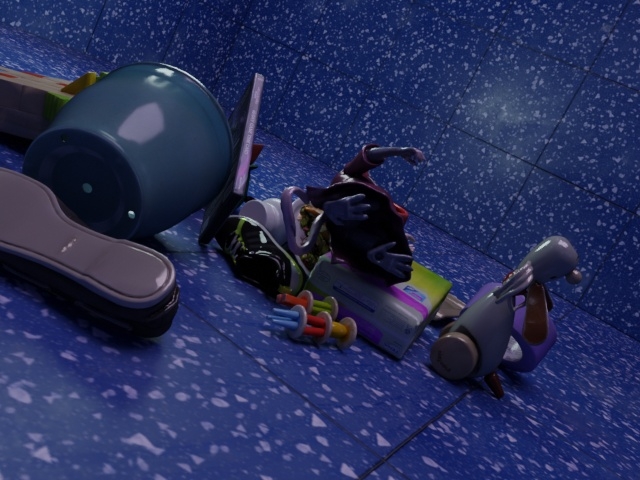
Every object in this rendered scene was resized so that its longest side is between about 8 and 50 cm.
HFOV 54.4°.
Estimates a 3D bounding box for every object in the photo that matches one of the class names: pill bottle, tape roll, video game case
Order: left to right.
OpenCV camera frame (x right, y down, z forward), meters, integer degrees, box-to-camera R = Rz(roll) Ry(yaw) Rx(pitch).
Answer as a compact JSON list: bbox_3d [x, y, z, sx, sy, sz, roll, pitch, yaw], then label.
[{"bbox_3d":[-0.167,-0.152,1.167,0.026,0.196,0.274,19,57,-20],"label":"video game case"},{"bbox_3d":[-0.087,-0.033,1.359,0.112,0.112,0.187,35,14,35],"label":"pill bottle"},{"bbox_3d":[0.393,0.184,1.315,0.189,0.080,0.189,38,-24,20],"label":"tape roll"}]

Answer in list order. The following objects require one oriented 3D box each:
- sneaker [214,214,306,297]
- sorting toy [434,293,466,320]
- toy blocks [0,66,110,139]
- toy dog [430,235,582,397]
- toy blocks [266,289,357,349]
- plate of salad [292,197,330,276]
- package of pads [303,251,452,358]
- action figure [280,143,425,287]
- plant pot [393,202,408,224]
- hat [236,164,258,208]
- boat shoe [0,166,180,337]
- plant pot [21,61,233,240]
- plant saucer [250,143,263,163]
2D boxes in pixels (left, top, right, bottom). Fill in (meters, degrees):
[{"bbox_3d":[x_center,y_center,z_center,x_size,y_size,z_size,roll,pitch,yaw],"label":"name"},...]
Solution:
[{"bbox_3d":[-0.123,0.022,1.121,0.235,0.084,0.097,34,15,29],"label":"sneaker"},{"bbox_3d":[0.254,0.146,1.506,0.348,0.047,0.196,35,18,32],"label":"sorting toy"},{"bbox_3d":[-0.586,-0.283,1.275,0.261,0.190,0.381,15,13,-3],"label":"toy blocks"},{"bbox_3d":[0.347,0.160,1.123,0.161,0.333,0.220,46,41,9],"label":"toy dog"},{"bbox_3d":[-0.030,0.117,0.994,0.148,0.054,0.123,18,15,-33],"label":"toy blocks"},{"bbox_3d":[0.000,0.000,1.314,0.200,0.048,0.199,36,43,-44],"label":"plate of salad"},{"bbox_3d":[0.114,0.097,1.224,0.229,0.101,0.296,31,19,16],"label":"package of pads"},{"bbox_3d":[0.067,-0.051,1.197,0.276,0.248,0.370,-4,23,-2],"label":"action figure"},{"bbox_3d":[0.113,-0.038,1.662,0.191,0.174,0.191,26,12,-6],"label":"plant pot"},{"bbox_3d":[-0.215,-0.081,1.508,0.173,0.183,0.208,-13,5,-28],"label":"hat"},{"bbox_3d":[-0.318,0.019,0.755,0.335,0.095,0.112,26,47,15],"label":"boat shoe"},{"bbox_3d":[-0.304,-0.118,0.955,0.272,0.271,0.255,27,26,0],"label":"plant pot"},{"bbox_3d":[-0.287,-0.183,1.457,0.259,0.047,0.258,-10,4,14],"label":"plant saucer"}]
